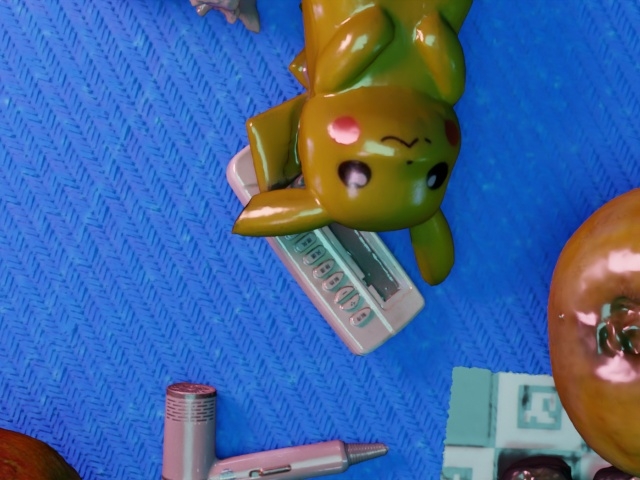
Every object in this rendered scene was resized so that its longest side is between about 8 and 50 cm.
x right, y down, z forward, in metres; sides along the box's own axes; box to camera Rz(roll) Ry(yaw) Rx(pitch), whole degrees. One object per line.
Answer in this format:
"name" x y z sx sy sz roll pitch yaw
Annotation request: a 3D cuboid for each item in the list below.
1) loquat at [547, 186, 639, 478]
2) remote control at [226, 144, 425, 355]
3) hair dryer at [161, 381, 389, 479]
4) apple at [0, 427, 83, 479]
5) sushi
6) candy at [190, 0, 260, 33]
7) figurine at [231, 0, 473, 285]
"loquat" 0.342 0.085 1.550 0.275 0.275 0.275 0 95 3
"remote control" 0.001 0.000 1.656 0.090 0.049 0.230 -38 92 -23
"hair dryer" -0.046 0.244 1.693 0.220 0.053 0.195 3 97 -4
"apple" -0.337 0.367 1.559 0.374 0.374 0.384 -28 77 5
"sushi" 0.296 0.289 1.646 0.373 0.100 0.296 5 96 3
"candy" -0.129 -0.309 1.595 0.185 0.137 0.195 12 94 2
"figurine" 0.039 -0.129 1.582 0.218 0.169 0.327 4 85 -16
